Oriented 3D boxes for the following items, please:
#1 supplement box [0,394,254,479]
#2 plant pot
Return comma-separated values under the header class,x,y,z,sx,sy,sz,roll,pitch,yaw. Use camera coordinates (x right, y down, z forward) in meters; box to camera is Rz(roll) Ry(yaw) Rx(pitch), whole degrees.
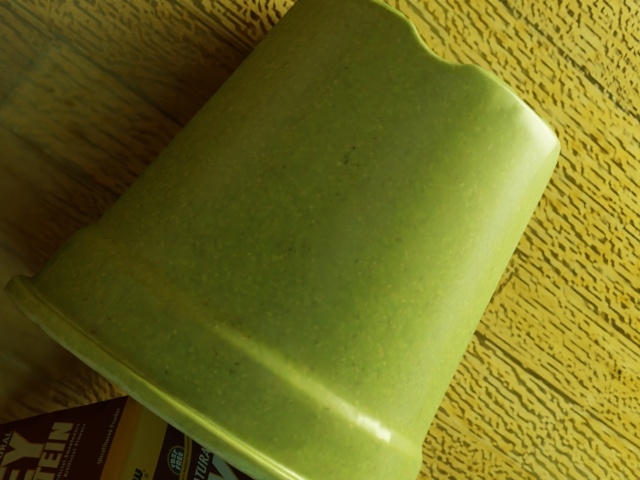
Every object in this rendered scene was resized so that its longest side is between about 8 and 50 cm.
class,x,y,z,sx,sy,sz,roll,pitch,yaw
supplement box,-0.112,0.204,1.029,0.194,0.191,0.129,36,56,-32
plant pot,0.000,0.000,0.975,0.276,0.276,0.254,35,87,-32
